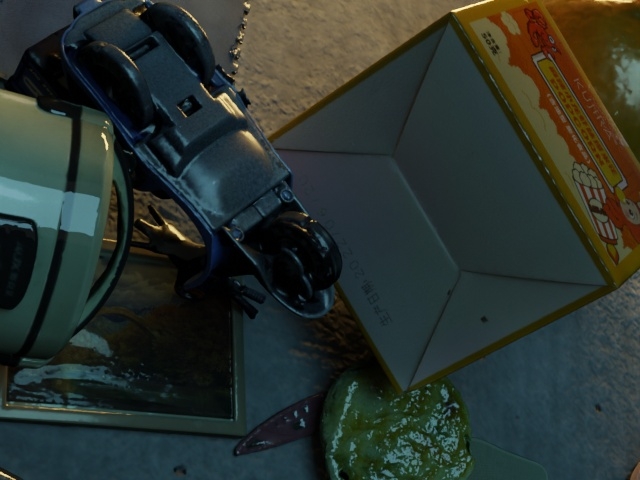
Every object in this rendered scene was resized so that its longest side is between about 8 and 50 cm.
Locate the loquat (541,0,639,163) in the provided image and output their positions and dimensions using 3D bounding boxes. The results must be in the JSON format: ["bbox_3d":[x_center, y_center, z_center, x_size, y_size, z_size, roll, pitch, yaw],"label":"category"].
[{"bbox_3d":[0.303,-0.148,1.406,0.329,0.328,0.328,13,64,-29],"label":"loquat"}]

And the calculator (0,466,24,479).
[{"bbox_3d":[-0.302,0.239,0.989,0.268,0.040,0.177,28,41,-18],"label":"calculator"}]

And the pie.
[{"bbox_3d":[0.077,0.201,1.271,0.187,0.041,0.186,7,76,-30],"label":"pie"}]

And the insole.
[{"bbox_3d":[0.187,0.244,1.363,0.153,0.002,0.053,22,60,-25],"label":"insole"}]

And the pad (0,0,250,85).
[{"bbox_3d":[-0.199,-0.233,1.298,0.269,0.012,0.269,24,59,-23],"label":"pad"}]

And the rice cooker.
[{"bbox_3d":[-0.274,-0.015,1.021,0.244,0.226,0.226,13,64,-23],"label":"rice cooker"}]

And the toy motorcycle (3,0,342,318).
[{"bbox_3d":[-0.123,-0.062,1.144,0.125,0.212,0.358,-39,89,-34],"label":"toy motorcycle"}]

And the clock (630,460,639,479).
[{"bbox_3d":[0.446,0.253,1.407,0.197,0.197,0.068,-37,94,-38],"label":"clock"}]

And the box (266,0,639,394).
[{"bbox_3d":[0.143,-0.050,1.215,0.283,0.260,0.214,59,34,0],"label":"box"}]

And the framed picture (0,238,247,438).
[{"bbox_3d":[-0.182,0.087,1.175,0.250,0.016,0.184,11,66,-29],"label":"framed picture"}]

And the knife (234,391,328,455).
[{"bbox_3d":[0.014,0.166,1.271,0.247,0.018,0.035,-17,84,-36],"label":"knife"}]
